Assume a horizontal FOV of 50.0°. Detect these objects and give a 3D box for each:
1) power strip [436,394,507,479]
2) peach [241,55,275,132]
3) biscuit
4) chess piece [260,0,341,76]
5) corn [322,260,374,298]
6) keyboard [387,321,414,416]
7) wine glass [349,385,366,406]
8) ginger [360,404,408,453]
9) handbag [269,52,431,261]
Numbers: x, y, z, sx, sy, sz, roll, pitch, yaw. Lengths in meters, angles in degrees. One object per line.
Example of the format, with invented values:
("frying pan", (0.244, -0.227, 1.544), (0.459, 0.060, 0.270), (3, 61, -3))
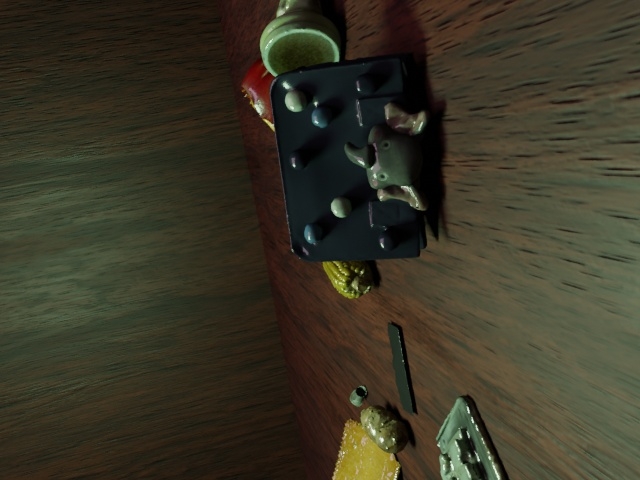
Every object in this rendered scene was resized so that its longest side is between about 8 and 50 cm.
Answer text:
("power strip", (0.240, 0.395, 1.164), (0.213, 0.064, 0.198), (94, 161, -52))
("peach", (-0.105, -0.344, 1.698), (0.196, 0.190, 0.226), (-62, -5, -50))
("biscuit", (0.112, 0.603, 1.768), (0.237, 0.013, 0.232), (15, 91, 54))
("chess piece", (-0.046, -0.500, 1.485), (0.176, 0.176, 0.298), (100, 168, -61))
("corn", (0.059, 0.066, 1.616), (0.261, 0.097, 0.097), (-129, 30, -67))
("keyboard", (0.175, 0.276, 1.478), (0.074, 0.015, 0.196), (-175, 73, -74))
("wine glass", (0.107, 0.428, 1.890), (0.083, 0.039, 0.042), (110, 151, -62))
("ginger", (0.150, 0.440, 1.598), (0.104, 0.080, 0.204), (63, 170, 2))
("handbag", (0.063, -0.129, 1.113), (0.118, 0.269, 0.325), (-37, -59, -64))
